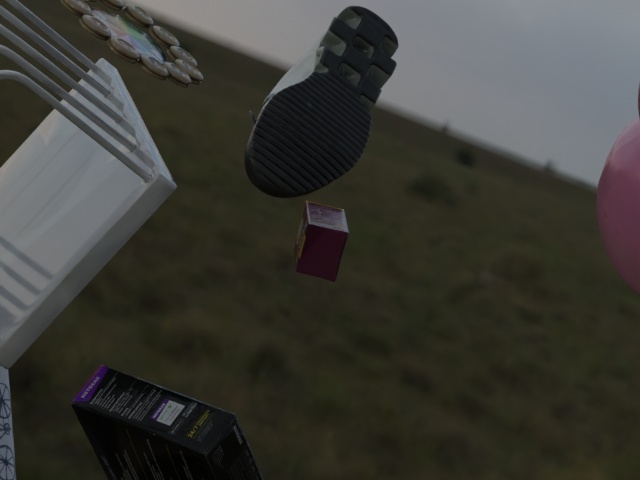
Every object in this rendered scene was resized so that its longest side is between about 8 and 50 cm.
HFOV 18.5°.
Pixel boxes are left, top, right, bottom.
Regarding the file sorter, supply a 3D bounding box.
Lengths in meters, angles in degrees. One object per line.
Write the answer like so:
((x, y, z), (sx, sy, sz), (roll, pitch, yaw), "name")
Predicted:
((-0.264, -0.071, 1.560), (0.173, 0.193, 0.277), (39, 9, -27), "file sorter")

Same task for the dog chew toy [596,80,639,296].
((0.333, -0.091, 1.541), (0.207, 0.331, 0.206), (3, 40, -3), "dog chew toy")

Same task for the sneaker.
((-0.017, -0.130, 2.271), (0.122, 0.146, 0.330), (42, 41, -7), "sneaker")

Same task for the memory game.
((-0.206, -0.227, 2.130), (0.186, 0.012, 0.186), (34, 18, -12), "memory game")

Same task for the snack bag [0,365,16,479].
((-0.344, 0.143, 1.573), (0.037, 0.323, 0.342), (-12, -17, 22), "snack bag")

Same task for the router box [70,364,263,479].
((-0.104, 0.185, 1.510), (0.133, 0.046, 0.179), (17, -37, 32), "router box")

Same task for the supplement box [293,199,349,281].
((0.000, 0.000, 1.972), (0.043, 0.055, 0.083), (14, 16, -7), "supplement box")
